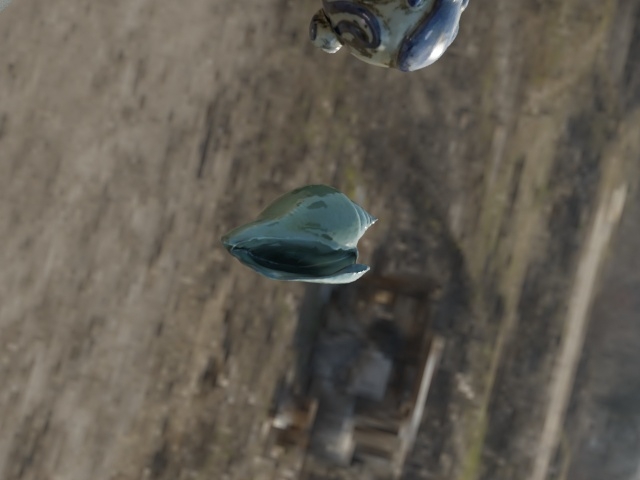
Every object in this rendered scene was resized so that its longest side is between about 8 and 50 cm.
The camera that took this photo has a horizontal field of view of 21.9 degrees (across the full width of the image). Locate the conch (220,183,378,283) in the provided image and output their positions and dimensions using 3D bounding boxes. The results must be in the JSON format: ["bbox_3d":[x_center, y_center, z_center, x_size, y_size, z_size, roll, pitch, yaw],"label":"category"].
[{"bbox_3d":[-0.005,0.002,1.293,0.180,0.088,0.065,-16,163,-49],"label":"conch"}]

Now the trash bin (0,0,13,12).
[{"bbox_3d":[-0.258,-0.251,1.167,0.236,0.177,0.101,-35,174,34],"label":"trash bin"}]

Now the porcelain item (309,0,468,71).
[{"bbox_3d":[0.046,-0.288,1.479,0.186,0.138,0.288,-58,-136,42],"label":"porcelain item"}]
